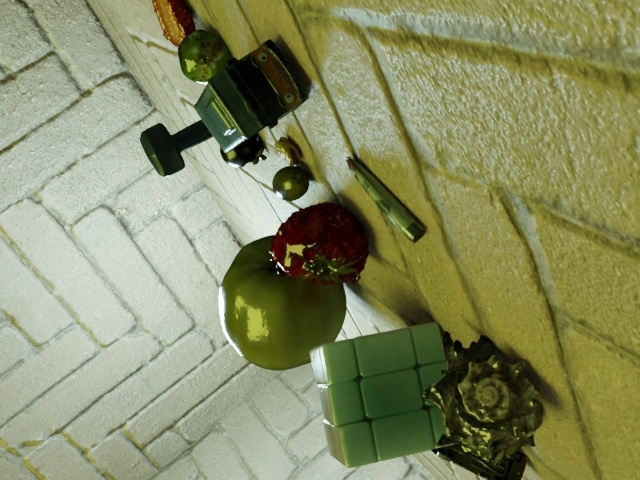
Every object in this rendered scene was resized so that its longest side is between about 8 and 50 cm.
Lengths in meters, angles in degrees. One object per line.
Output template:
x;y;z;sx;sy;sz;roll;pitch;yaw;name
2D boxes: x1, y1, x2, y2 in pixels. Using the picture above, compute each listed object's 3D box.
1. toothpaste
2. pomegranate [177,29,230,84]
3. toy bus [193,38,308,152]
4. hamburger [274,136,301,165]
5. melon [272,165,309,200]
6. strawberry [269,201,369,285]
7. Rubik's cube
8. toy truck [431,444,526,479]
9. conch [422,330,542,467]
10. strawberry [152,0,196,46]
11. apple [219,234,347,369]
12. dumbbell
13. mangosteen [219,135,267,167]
0.132;-0.090;1.429;0.239;0.039;0.062;50;175;24;toothpaste
-0.316;-0.478;1.790;0.143;0.122;0.169;36;174;-27;pomegranate
-0.164;-0.315;1.520;0.161;0.194;0.323;56;168;-10;toy bus
-0.086;-0.237;1.799;0.083;0.044;0.076;44;163;28;hamburger
-0.082;-0.160;1.879;0.099;0.099;0.162;55;165;-8;melon
0.000;0.000;1.787;0.274;0.274;0.220;70;-164;-54;strawberry
0.163;0.409;1.820;0.319;0.322;0.315;123;136;-77;Rubik's cube
0.448;0.596;1.893;0.253;0.107;0.114;21;179;24;toy truck
0.348;0.326;1.438;0.186;0.240;0.313;24;-155;-23;conch
-0.388;-0.614;1.810;0.121;0.082;0.188;12;129;51;strawberry
-0.126;0.199;2.276;0.473;0.474;0.473;50;167;15;apple
-0.329;-0.300;1.857;0.144;0.325;0.160;64;166;-12;dumbbell
-0.235;-0.281;2.081;0.152;0.137;0.137;21;177;-18;mangosteen
